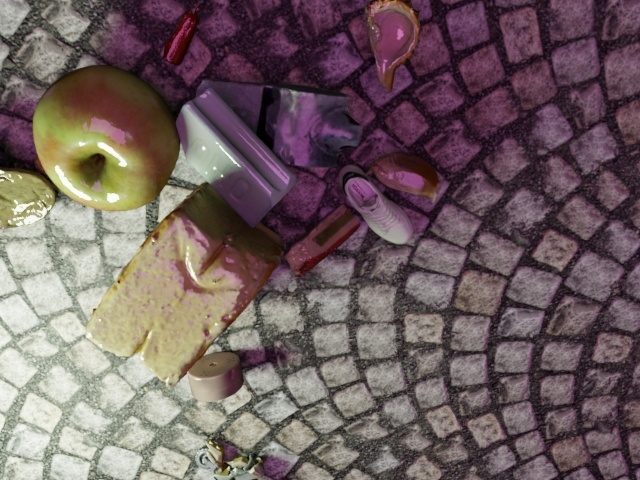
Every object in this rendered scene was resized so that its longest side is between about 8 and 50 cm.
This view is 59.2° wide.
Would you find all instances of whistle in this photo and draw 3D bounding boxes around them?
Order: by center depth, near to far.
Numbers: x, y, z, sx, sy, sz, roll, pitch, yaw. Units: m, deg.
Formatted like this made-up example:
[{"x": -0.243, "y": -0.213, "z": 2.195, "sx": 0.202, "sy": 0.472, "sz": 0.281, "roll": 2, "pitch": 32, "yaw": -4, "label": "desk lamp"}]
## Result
[{"x": -0.107, "y": -0.281, "z": 1.323, "sx": 0.405, "sy": 0.188, "sz": 0.168, "roll": 7, "pitch": 109, "yaw": -3, "label": "whistle"}]

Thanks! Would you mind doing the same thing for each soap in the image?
[{"x": -0.202, "y": -0.182, "z": 1.287, "sx": 0.289, "sy": 0.095, "sz": 0.173, "roll": 47, "pitch": 146, "yaw": -4, "label": "soap"}]

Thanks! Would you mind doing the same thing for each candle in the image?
[{"x": -0.324, "y": -0.489, "z": 1.322, "sx": 0.053, "sy": 0.048, "sz": 0.162, "roll": 34, "pitch": 106, "yaw": 6, "label": "candle"}]

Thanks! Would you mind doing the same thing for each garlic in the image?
[{"x": 0.198, "y": -0.165, "z": 1.399, "sx": 0.198, "sy": 0.128, "sz": 0.090, "roll": 18, "pitch": 124, "yaw": -10, "label": "garlic"}]

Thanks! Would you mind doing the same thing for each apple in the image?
[{"x": -0.479, "y": -0.237, "z": 1.286, "sx": 0.319, "sy": 0.277, "sz": 0.319, "roll": -1, "pitch": 125, "yaw": -2, "label": "apple"}]

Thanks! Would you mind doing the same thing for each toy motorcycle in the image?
[{"x": -0.265, "y": 0.685, "z": 1.719, "sx": 0.229, "sy": 0.094, "sz": 0.130, "roll": 34, "pitch": 101, "yaw": 1, "label": "toy motorcycle"}]

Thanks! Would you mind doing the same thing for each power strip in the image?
[{"x": -0.294, "y": 0.378, "z": 1.574, "sx": 0.154, "sy": 0.154, "sz": 0.078, "roll": -8, "pitch": 107, "yaw": 2, "label": "power strip"}]

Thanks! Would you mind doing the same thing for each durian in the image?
[{"x": 0.161, "y": -0.465, "z": 1.327, "sx": 0.140, "sy": 0.078, "sz": 0.224, "roll": -5, "pitch": 120, "yaw": -12, "label": "durian"}]

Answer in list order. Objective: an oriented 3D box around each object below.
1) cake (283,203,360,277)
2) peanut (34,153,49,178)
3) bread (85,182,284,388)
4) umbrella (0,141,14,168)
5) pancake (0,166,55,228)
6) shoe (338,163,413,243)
[{"x": -0.003, "y": 0.006, "z": 1.464, "sx": 0.220, "sy": 0.117, "sz": 0.086, "roll": -36, "pitch": 100, "yaw": 12, "label": "cake"}, {"x": -0.661, "y": -0.243, "z": 1.388, "sx": 0.089, "sy": 0.089, "sz": 0.192, "roll": 12, "pitch": 108, "yaw": -5, "label": "peanut"}, {"x": -0.313, "y": 0.091, "z": 1.359, "sx": 0.279, "sy": 0.371, "sz": 0.390, "roll": 41, "pitch": 100, "yaw": -9, "label": "bread"}, {"x": -0.939, "y": -0.167, "z": 1.396, "sx": 0.349, "sy": 0.094, "sz": 0.143, "roll": -4, "pitch": 127, "yaw": -3, "label": "umbrella"}, {"x": -0.790, "y": -0.114, "z": 1.395, "sx": 0.242, "sy": 0.050, "sz": 0.242, "roll": -13, "pitch": 146, "yaw": -9, "label": "pancake"}, {"x": 0.141, "y": -0.078, "z": 1.441, "sx": 0.095, "sy": 0.110, "sz": 0.265, "roll": -42, "pitch": 102, "yaw": 12, "label": "shoe"}]
